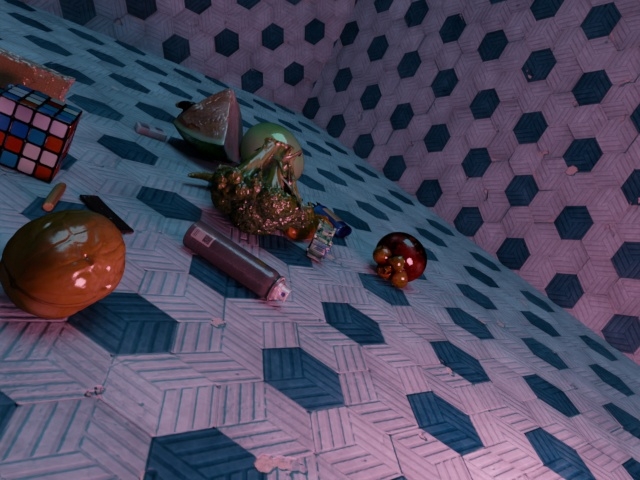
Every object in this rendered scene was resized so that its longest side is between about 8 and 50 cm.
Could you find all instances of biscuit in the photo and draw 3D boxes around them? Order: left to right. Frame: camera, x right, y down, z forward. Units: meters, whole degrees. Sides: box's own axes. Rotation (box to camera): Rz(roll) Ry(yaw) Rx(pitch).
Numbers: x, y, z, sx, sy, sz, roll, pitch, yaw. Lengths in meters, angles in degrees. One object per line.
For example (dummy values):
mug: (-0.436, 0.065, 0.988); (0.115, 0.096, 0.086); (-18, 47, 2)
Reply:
biscuit: (-0.881, -0.489, 1.625); (0.239, 0.108, 0.061); (19, 23, -28)

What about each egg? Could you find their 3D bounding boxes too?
egg: (-0.182, -0.326, 2.051); (0.269, 0.220, 0.220); (46, 22, 17)

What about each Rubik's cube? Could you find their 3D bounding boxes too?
Rubik's cube: (-0.662, -0.251, 1.243); (0.154, 0.155, 0.151); (23, 19, -22)

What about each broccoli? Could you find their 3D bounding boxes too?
broccoli: (-0.154, -0.149, 1.541); (0.304, 0.283, 0.321); (20, 0, 4)

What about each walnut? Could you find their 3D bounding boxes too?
walnut: (-0.402, 0.034, 0.856); (0.167, 0.167, 0.207); (32, 27, 8)

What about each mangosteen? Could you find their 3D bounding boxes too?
mangosteen: (0.257, 0.066, 1.789); (0.200, 0.199, 0.200); (26, 18, -9)

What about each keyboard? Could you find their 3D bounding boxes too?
keyboard: (-0.489, -0.061, 1.228); (0.155, 0.010, 0.053); (38, 19, 25)

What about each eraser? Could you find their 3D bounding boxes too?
eraser: (-0.600, -0.386, 1.901); (0.105, 0.026, 0.065); (15, 21, -37)

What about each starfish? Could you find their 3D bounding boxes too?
starfish: (-0.274, -0.214, 1.718); (0.299, 0.060, 0.302); (-5, 6, 33)

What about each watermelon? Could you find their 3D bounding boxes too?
watermelon: (-0.416, -0.411, 2.008); (0.222, 0.318, 0.292); (0, -21, -1)

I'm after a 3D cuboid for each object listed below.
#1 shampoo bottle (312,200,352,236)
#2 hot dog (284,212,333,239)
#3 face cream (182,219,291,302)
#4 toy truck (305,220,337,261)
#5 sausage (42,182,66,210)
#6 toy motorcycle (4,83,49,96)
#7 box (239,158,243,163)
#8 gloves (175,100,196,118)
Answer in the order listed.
shampoo bottle: (0.032, -0.081, 1.992); (0.087, 0.050, 0.183); (2, 32, -49)
hot dog: (-0.047, -0.053, 1.777); (0.115, 0.072, 0.269); (29, 17, 24)
face cream: (-0.193, 0.054, 1.263); (0.284, 0.073, 0.073); (33, 19, 11)
toy truck: (0.000, 0.000, 1.669); (0.067, 0.081, 0.175); (28, 24, -5)
sausage: (-0.579, -0.099, 1.174); (0.024, 0.024, 0.132); (22, 20, -21)
toy motorcycle: (-0.773, -0.336, 1.419); (0.136, 0.092, 0.254); (37, 26, -6)
box: (-0.294, -0.356, 2.190); (0.035, 0.079, 0.083); (26, 18, -8)
gloves: (-0.546, -0.510, 2.238); (0.129, 0.106, 0.181); (20, -8, -29)
